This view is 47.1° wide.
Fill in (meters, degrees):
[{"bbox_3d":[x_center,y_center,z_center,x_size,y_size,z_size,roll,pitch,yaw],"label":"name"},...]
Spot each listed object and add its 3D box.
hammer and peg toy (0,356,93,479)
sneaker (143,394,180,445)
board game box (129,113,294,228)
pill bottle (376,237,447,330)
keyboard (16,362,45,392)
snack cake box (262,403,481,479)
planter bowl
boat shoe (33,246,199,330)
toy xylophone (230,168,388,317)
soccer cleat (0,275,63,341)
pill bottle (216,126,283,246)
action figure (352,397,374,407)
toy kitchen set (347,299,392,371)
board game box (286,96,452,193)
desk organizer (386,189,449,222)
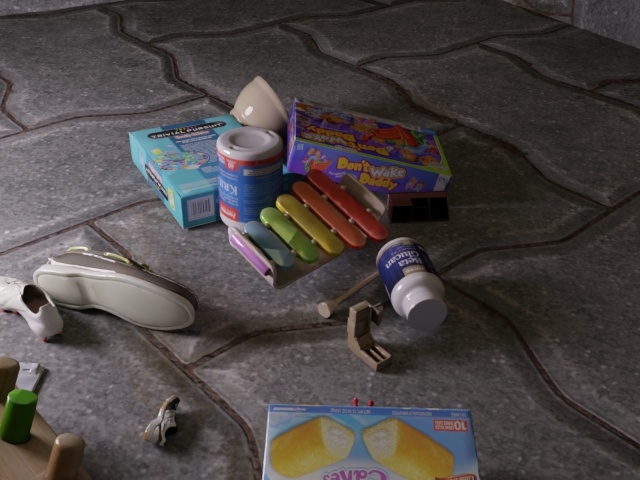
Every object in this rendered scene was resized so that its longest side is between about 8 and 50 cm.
[{"bbox_3d":[-0.405,0.273,0.835,0.361,0.127,0.265,32,18,38],"label":"hammer and peg toy"},{"bbox_3d":[-0.216,0.257,1.039,0.036,0.032,0.083,23,41,6],"label":"sneaker"},{"bbox_3d":[-0.247,-0.164,1.628,0.253,0.079,0.336,-15,37,-25],"label":"board game box"},{"bbox_3d":[0.160,0.076,1.267,0.094,0.094,0.169,-5,34,-10],"label":"pill bottle"},{"bbox_3d":[-0.555,0.210,1.108,0.255,0.014,0.072,2,38,1],"label":"keyboard"},{"bbox_3d":[0.061,0.295,0.916,0.264,0.089,0.152,2,42,0],"label":"snack cake box"},{"bbox_3d":[-0.152,-0.305,1.800,0.109,0.162,0.162,-36,43,-7],"label":"planter bowl"},{"bbox_3d":[-0.334,0.073,1.237,0.304,0.109,0.091,10,38,19],"label":"boat shoe"},{"bbox_3d":[0.000,0.000,1.332,0.236,0.081,0.322,37,46,15],"label":"toy xylophone"},{"bbox_3d":[-0.493,0.095,1.224,0.196,0.076,0.068,27,41,33],"label":"soccer cleat"},{"bbox_3d":[-0.132,-0.093,1.396,0.124,0.222,0.124,1,32,-1],"label":"pill bottle"},{"bbox_3d":[0.050,0.269,1.032,0.038,0.030,0.115,10,37,7],"label":"action figure"},{"bbox_3d":[0.092,0.145,1.170,0.068,0.083,0.075,-22,40,-31],"label":"toy kitchen set"},{"bbox_3d":[0.101,-0.202,1.634,0.346,0.078,0.233,12,32,-10],"label":"board game box"},{"bbox_3d":[0.206,-0.071,1.539,0.130,0.047,0.050,-3,36,-7],"label":"desk organizer"}]
